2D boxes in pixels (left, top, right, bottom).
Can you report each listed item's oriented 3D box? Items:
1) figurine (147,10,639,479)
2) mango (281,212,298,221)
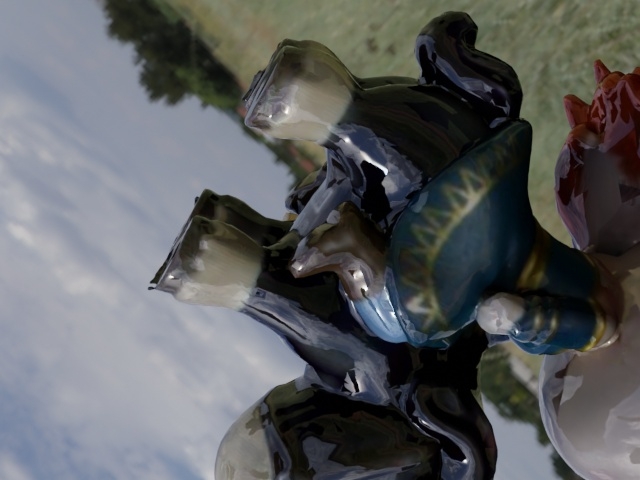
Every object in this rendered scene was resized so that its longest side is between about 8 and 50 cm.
[{"bbox_3d":[0.119,0.040,0.597,0.411,0.306,0.241,-1,179,-8],"label":"figurine"},{"bbox_3d":[0.000,0.000,0.724,0.060,0.046,0.089,24,-167,12],"label":"mango"}]
